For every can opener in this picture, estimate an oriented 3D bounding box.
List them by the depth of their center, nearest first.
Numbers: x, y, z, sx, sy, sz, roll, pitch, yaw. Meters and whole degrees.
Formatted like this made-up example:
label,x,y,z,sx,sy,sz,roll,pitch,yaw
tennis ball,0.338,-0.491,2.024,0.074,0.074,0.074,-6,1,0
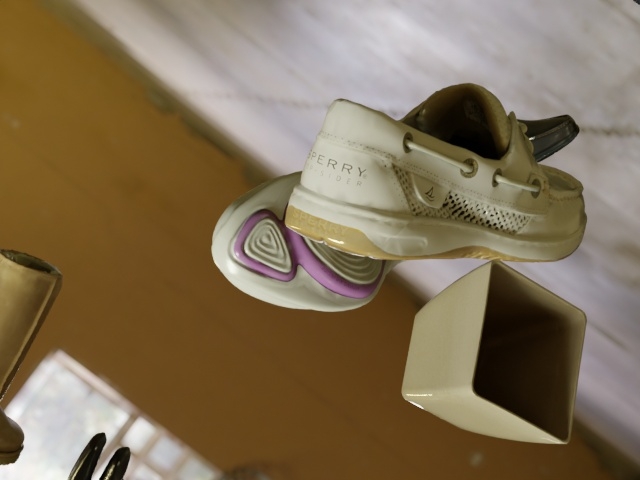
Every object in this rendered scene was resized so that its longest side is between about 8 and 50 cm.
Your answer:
label,x,y,z,sx,sy,sz,roll,pitch,yaw
can opener,-0.213,0.229,1.750,0.059,0.073,0.186,20,145,1

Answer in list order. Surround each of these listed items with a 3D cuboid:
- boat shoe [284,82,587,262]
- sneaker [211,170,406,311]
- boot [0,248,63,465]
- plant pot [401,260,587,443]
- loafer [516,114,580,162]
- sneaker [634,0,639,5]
label,x,y,z,sx,sy,sz,roll,pitch,yaw
boat shoe,0.087,-0.043,1.101,0.098,0.096,0.277,19,-169,30
sneaker,0.000,0.000,1.535,0.152,0.114,0.305,-12,180,37
boot,-0.397,0.152,2.401,0.089,0.269,0.236,28,-176,16
plant pot,0.124,0.091,1.418,0.109,0.109,0.096,30,151,-34
loafer,0.162,-0.096,1.788,0.061,0.170,0.062,67,-154,-15
sneaker,0.331,-0.326,1.760,0.153,0.099,0.282,21,137,51
